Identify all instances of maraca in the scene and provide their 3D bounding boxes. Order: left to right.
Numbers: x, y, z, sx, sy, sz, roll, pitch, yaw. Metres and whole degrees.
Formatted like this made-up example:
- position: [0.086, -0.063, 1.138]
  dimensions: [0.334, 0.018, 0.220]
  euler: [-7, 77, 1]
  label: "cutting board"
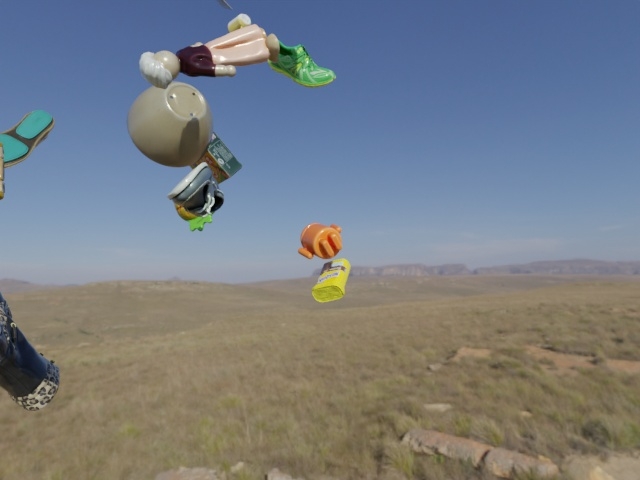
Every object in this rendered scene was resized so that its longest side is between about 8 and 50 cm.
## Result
- position: [-0.406, -0.113, 1.461]
  dimensions: [0.127, 0.186, 0.099]
  euler: [-41, -25, 13]
  label: "maraca"

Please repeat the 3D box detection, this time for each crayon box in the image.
- position: [-0.471, -0.330, 1.899]
  dimensions: [0.081, 0.202, 0.318]
  euler: [-47, 18, -25]
  label: "crayon box"

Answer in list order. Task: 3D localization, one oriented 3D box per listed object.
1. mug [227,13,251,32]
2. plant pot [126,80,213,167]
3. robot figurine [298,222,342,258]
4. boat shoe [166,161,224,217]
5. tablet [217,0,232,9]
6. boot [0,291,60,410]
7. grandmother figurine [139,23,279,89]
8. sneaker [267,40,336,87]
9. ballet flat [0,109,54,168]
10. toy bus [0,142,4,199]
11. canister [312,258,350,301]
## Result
- position: [-0.253, -0.685, 1.457]
  dimensions: [0.062, 0.078, 0.064]
  euler: [-16, -2, -42]
  label: "mug"
- position: [-0.474, -0.411, 1.504]
  dimensions: [0.284, 0.284, 0.191]
  euler: [2, -17, -33]
  label: "plant pot"
- position: [-0.002, 0.001, 1.770]
  dimensions: [0.128, 0.158, 0.219]
  euler: [18, 2, -27]
  label: "robot figurine"
- position: [-0.285, -0.111, 1.099]
  dimensions: [0.116, 0.099, 0.319]
  euler: [-43, 10, -3]
  label: "boat shoe"
- position: [-0.416, -1.011, 1.929]
  dimensions: [0.054, 0.006, 0.083]
  euler: [24, 2, 26]
  label: "tablet"
- position: [-0.864, 0.283, 1.246]
  dimensions: [0.138, 0.284, 0.377]
  euler: [-38, 35, -25]
  label: "boot"
- position: [-0.288, -0.467, 1.155]
  dimensions: [0.342, 0.104, 0.208]
  euler: [-24, 37, -24]
  label: "grandmother figurine"
- position: [-0.079, -0.694, 1.782]
  dimensions: [0.295, 0.109, 0.124]
  euler: [26, -39, 10]
  label: "sneaker"
- position: [-0.683, -0.211, 1.023]
  dimensions: [0.080, 0.232, 0.073]
  euler: [34, -50, -14]
  label: "ballet flat"
- position: [-0.541, -0.093, 0.607]
  dimensions: [0.191, 0.202, 0.104]
  euler: [30, -14, 10]
  label: "toy bus"
- position: [0.047, 0.154, 1.794]
  dimensions: [0.126, 0.073, 0.170]
  euler: [-16, 29, 27]
  label: "canister"
